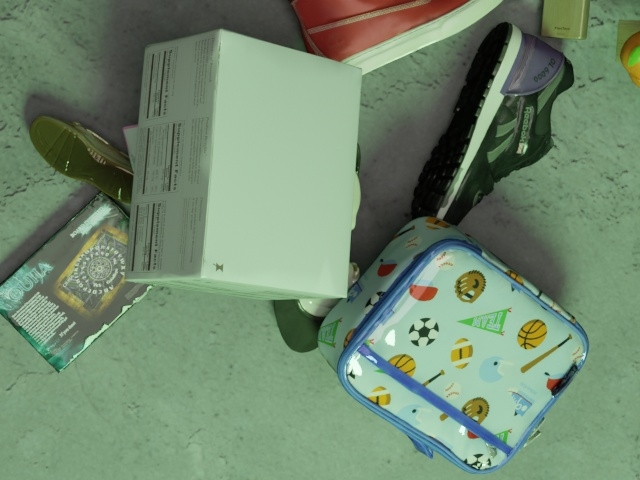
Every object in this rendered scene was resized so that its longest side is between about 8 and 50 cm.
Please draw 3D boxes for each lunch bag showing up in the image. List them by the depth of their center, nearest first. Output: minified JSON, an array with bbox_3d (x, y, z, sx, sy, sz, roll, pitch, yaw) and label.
[{"bbox_3d":[0.158,0.134,1.703,0.303,0.115,0.243,37,93,-29],"label":"lunch bag"}]

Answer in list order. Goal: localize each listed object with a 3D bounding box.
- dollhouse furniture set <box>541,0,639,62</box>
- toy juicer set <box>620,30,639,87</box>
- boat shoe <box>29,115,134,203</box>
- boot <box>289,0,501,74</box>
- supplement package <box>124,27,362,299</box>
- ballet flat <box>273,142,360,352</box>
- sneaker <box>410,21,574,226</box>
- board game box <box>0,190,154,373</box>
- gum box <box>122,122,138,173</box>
[{"bbox_3d":[0.361,-0.282,1.760,0.151,0.123,0.144,7,97,26],"label":"dollhouse furniture set"},{"bbox_3d":[0.469,-0.236,1.676,0.329,0.089,0.209,1,96,-41],"label":"toy juicer set"},{"bbox_3d":[-0.264,-0.098,1.687,0.153,0.048,0.056,28,116,-4],"label":"boat shoe"},{"bbox_3d":[0.080,-0.302,1.689,0.244,0.088,0.176,-24,98,-1],"label":"boot"},{"bbox_3d":[-0.081,-0.074,1.591,0.204,0.145,0.262,10,82,-40],"label":"supplement package"},{"bbox_3d":[0.000,0.000,1.700,0.095,0.096,0.281,-2,99,-31],"label":"ballet flat"},{"bbox_3d":[0.211,-0.105,1.724,0.124,0.107,0.283,25,93,-16],"label":"sneaker"},{"bbox_3d":[-0.280,0.048,1.708,0.186,0.026,0.126,-42,101,-1],"label":"board game box"},{"bbox_3d":[-0.146,-0.053,1.672,0.107,0.062,0.188,-20,101,-40],"label":"gum box"}]
